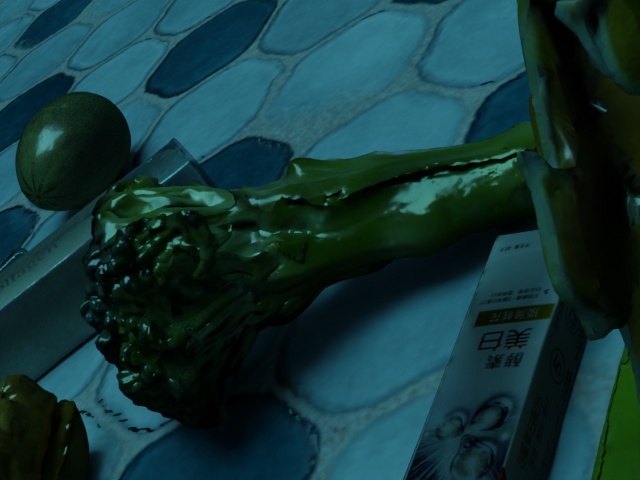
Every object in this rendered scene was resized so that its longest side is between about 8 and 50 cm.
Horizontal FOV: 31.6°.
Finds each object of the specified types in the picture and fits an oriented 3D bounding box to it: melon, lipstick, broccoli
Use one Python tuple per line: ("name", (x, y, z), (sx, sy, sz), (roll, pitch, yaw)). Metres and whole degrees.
("melon", (-0.234, -0.084, 1.069), (0.098, 0.098, 0.130), (-10, 43, 39))
("lipstick", (-0.212, 0.048, 0.881), (0.317, 0.068, 0.066), (-39, 29, -4))
("broccoli", (0.002, 0.003, 0.679), (0.304, 0.145, 0.165), (-22, 20, 4))

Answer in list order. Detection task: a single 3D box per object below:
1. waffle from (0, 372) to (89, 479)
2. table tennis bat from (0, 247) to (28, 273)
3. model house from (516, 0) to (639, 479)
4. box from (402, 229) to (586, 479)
("waffle", (-0.246, 0.232, 0.622), (0.224, 0.098, 0.327), (-26, 31, 14))
("table tennis bat", (-0.318, 0.085, 0.981), (0.201, 0.033, 0.124), (-49, 33, -17))
("model house", (0.128, 0.000, 0.340), (0.242, 0.313, 0.357), (-13, 37, 40))
("box", (0.085, 0.082, 0.540), (0.055, 0.039, 0.218), (-10, 38, 37))
